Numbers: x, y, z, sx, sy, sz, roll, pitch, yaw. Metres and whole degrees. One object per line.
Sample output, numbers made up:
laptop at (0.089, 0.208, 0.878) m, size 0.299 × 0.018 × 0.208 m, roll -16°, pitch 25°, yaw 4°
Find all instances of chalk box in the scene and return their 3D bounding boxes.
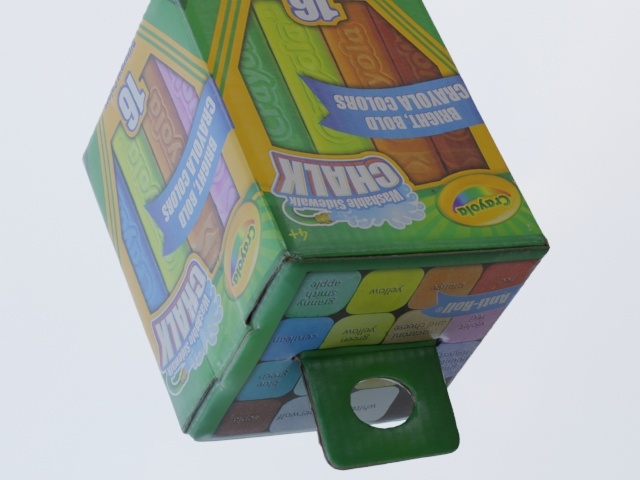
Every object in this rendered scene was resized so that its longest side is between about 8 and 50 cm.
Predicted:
chalk box at (0.000, 0.000, 1.127) m, size 0.180 × 0.289 × 0.179 m, roll -4°, pitch -38°, yaw -31°
